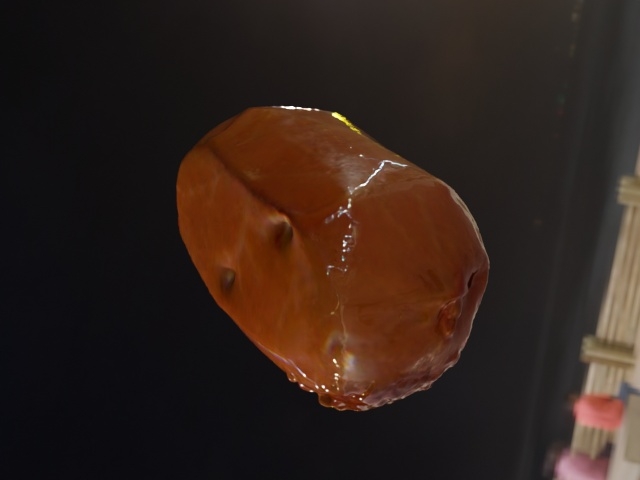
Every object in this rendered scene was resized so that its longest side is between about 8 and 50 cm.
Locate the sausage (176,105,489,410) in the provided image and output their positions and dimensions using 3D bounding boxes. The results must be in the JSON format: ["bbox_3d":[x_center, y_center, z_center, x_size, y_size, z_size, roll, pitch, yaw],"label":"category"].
[{"bbox_3d":[-0.001,0.000,0.809,0.268,0.141,0.153,44,127,52],"label":"sausage"}]
